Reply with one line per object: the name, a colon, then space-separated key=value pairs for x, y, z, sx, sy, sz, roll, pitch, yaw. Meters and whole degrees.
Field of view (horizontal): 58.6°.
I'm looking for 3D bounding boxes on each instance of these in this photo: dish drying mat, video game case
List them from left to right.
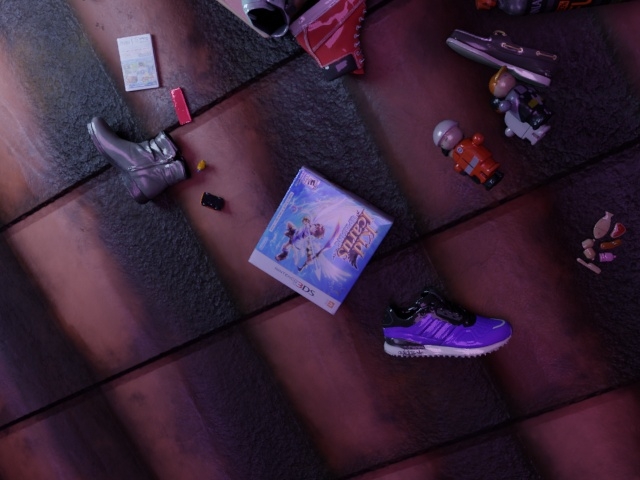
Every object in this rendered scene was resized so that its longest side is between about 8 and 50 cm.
video game case: x=-0.433 y=-0.422 z=1.356 sx=0.087 sy=0.011 sz=0.121 roll=-4 pitch=102 yaw=13
dish drying mat: x=-0.333 y=-0.321 z=1.360 sx=0.032 sy=0.008 sz=0.083 roll=-15 pitch=100 yaw=16
video game case: x=0.000 y=0.000 z=1.336 sx=0.244 sy=0.061 sz=0.269 roll=32 pitch=107 yaw=3

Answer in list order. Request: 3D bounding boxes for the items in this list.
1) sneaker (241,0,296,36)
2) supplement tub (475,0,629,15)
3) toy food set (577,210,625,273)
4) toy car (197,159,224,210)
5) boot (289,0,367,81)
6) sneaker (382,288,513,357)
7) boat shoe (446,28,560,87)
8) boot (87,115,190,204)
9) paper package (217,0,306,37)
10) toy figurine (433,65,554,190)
sneaker: x=-0.127 y=-0.467 z=0.971 sx=0.094 sy=0.151 sz=0.256 roll=-27 pitch=135 yaw=23
supplement tub: x=0.455 y=-0.528 z=1.035 sx=0.338 sy=0.207 sz=0.206 roll=-3 pitch=102 yaw=14
toy food set: x=0.609 y=0.006 z=1.227 sx=0.078 sy=0.019 sz=0.122 roll=33 pitch=100 yaw=3
toy car: x=-0.270 y=-0.131 z=1.387 sx=0.041 sy=0.060 sz=0.121 roll=-9 pitch=83 yaw=57
boot: x=0.079 y=-0.459 z=1.208 sx=0.244 sy=0.088 sz=0.176 roll=-38 pitch=108 yaw=10
sneaker: x=0.281 y=0.181 z=1.295 sx=0.294 sy=0.102 sz=0.146 roll=-6 pitch=101 yaw=14
boat shoe: x=0.370 y=-0.384 z=1.157 sx=0.228 sy=0.081 sz=0.068 roll=22 pitch=104 yaw=-1
boot: x=-0.431 y=-0.223 z=1.378 sx=0.161 sy=0.083 sz=0.246 roll=-32 pitch=100 yaw=10
paper package: x=-0.114 y=-0.622 z=1.134 sx=0.310 sy=0.168 sz=0.324 roll=37 pitch=108 yaw=-10
toy figurine: x=0.340 y=-0.220 z=1.136 sx=0.148 sy=0.213 sz=0.209 roll=47 pitch=105 yaw=16
